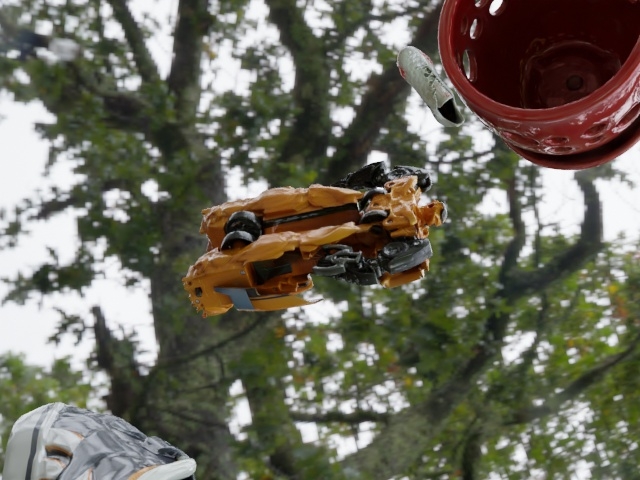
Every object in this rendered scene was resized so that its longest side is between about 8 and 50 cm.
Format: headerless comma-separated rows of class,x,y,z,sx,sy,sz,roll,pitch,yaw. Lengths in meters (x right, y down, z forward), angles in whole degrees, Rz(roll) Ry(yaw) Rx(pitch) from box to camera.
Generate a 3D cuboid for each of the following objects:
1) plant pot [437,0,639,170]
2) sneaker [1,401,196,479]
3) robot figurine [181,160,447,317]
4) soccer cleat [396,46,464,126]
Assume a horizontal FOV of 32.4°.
plant pot,0.218,-0.166,1.009,0.191,0.174,0.191,-6,-107,19
sneaker,-0.124,0.176,0.649,0.321,0.128,0.126,-121,-159,-78
robot figurine,0.000,0.000,1.238,0.291,0.211,0.085,-9,-54,12
soccer cleat,0.094,-0.129,0.927,0.029,0.083,0.035,-39,-152,-5
